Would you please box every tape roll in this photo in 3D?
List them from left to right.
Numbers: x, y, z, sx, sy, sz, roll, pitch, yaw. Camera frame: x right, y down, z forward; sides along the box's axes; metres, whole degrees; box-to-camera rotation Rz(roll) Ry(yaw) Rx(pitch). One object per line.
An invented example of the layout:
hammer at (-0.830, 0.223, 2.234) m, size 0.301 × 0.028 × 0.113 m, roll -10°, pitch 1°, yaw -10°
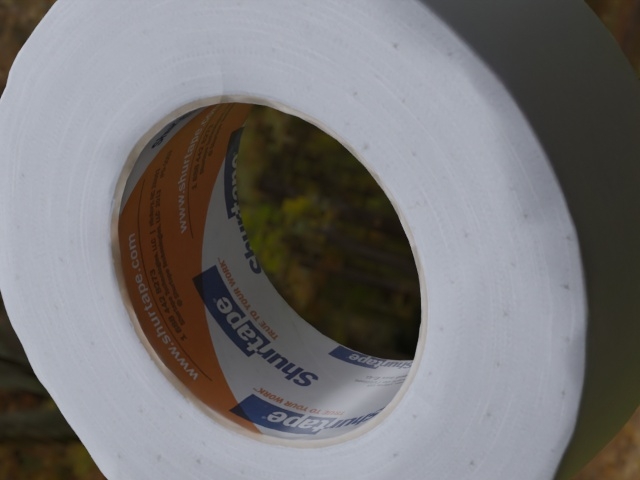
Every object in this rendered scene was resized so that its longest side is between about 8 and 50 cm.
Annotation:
tape roll at (0.000, 0.000, 0.636) m, size 0.072 × 0.219 × 0.219 m, roll -32°, pitch -38°, yaw -53°
